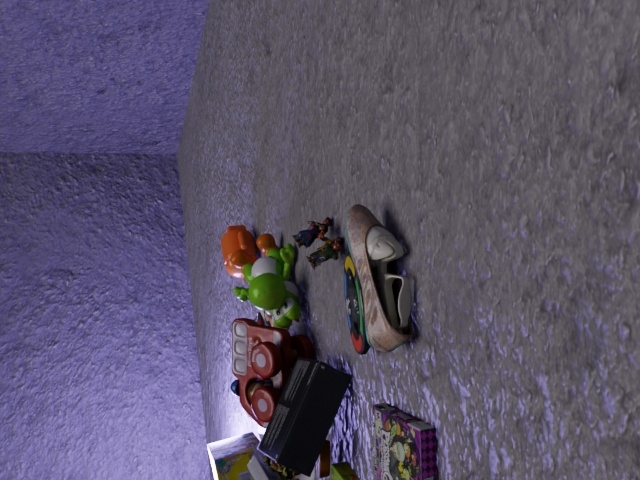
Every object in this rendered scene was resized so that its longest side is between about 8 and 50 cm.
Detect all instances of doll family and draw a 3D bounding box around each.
[{"bbox_3d":[0.000,0.000,1.698,0.193,0.111,0.076,55,177,38],"label":"doll family"}]

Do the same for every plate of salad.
[{"bbox_3d":[-0.100,0.652,1.993,0.200,0.048,0.200,12,111,33],"label":"plate of salad"}]

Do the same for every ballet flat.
[{"bbox_3d":[0.133,0.065,1.373,0.106,0.107,0.316,-24,74,47],"label":"ballet flat"}]

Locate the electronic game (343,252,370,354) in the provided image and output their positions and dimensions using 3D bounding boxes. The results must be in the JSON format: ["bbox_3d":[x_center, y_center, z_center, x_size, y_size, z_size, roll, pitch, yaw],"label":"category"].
[{"bbox_3d":[0.081,0.141,1.508,0.229,0.048,0.229,175,90,-83],"label":"electronic game"}]

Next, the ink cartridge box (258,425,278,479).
[{"bbox_3d":[-0.134,0.642,2.187,0.311,0.065,0.186,-129,42,-62],"label":"ink cartridge box"}]

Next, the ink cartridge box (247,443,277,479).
[{"bbox_3d":[-0.148,0.771,2.078,0.224,0.045,0.223,46,166,53],"label":"ink cartridge box"}]

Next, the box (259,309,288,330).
[{"bbox_3d":[-0.163,0.218,2.231,0.232,0.058,0.087,-134,45,-62],"label":"box"}]

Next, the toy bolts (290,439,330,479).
[{"bbox_3d":[-0.056,0.647,1.766,0.228,0.158,0.218,91,180,-48],"label":"toy bolts"}]

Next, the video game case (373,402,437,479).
[{"bbox_3d":[0.169,0.467,1.362,0.210,0.042,0.232,-178,87,-69],"label":"video game case"}]

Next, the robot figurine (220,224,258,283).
[{"bbox_3d":[-0.299,0.048,2.492,0.158,0.128,0.219,-34,53,26],"label":"robot figurine"}]

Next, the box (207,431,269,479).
[{"bbox_3d":[-0.263,0.845,2.311,0.279,0.177,0.290,158,99,-75],"label":"box"}]

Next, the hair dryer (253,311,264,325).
[{"bbox_3d":[-0.221,0.357,2.374,0.293,0.080,0.223,150,117,-67],"label":"hair dryer"}]

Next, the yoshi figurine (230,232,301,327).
[{"bbox_3d":[-0.166,0.110,2.044,0.362,0.203,0.203,56,136,51],"label":"yoshi figurine"}]

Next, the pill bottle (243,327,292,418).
[{"bbox_3d":[-0.161,0.418,2.109,0.152,0.152,0.272,-129,41,-59],"label":"pill bottle"}]

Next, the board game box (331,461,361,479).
[{"bbox_3d":[0.076,0.623,1.632,0.181,0.043,0.092,-154,63,-68],"label":"board game box"}]

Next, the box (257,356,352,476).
[{"bbox_3d":[-0.042,0.437,1.698,0.261,0.103,0.184,-65,13,-14],"label":"box"}]

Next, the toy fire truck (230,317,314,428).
[{"bbox_3d":[-0.162,0.386,1.948,0.254,0.169,0.302,4,96,42],"label":"toy fire truck"}]
